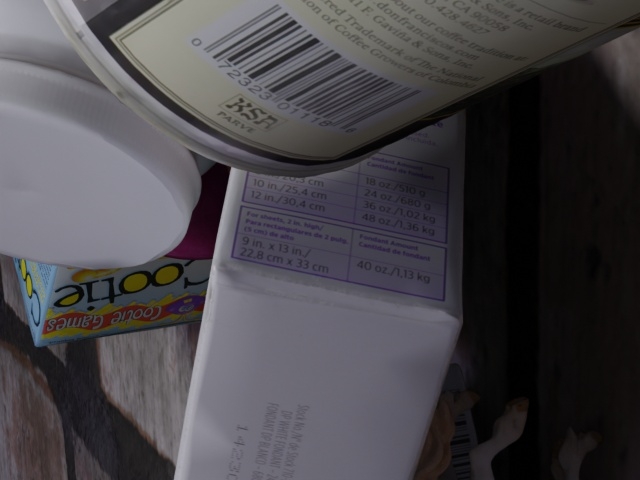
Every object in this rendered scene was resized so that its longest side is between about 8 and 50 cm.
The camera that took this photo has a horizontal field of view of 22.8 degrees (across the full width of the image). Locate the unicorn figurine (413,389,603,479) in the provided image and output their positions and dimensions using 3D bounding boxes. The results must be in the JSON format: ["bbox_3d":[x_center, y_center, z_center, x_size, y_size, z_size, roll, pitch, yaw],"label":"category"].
[{"bbox_3d":[0.097,0.135,0.726,0.060,0.162,0.111,138,149,-66],"label":"unicorn figurine"}]

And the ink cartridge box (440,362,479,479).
[{"bbox_3d":[0.064,0.184,0.860,0.208,0.045,0.206,111,148,-76],"label":"ink cartridge box"}]

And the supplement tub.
[{"bbox_3d":[-0.123,-0.142,0.853,0.191,0.191,0.272,129,156,-61],"label":"supplement tub"}]

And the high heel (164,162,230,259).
[{"bbox_3d":[-0.077,-0.101,0.991,0.082,0.117,0.244,103,-178,-57],"label":"high heel"}]

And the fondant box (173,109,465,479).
[{"bbox_3d":[0.000,0.000,0.743,0.330,0.096,0.238,-84,5,-49],"label":"fondant box"}]

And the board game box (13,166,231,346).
[{"bbox_3d":[-0.141,-0.057,1.170,0.275,0.142,0.144,116,140,-53],"label":"board game box"}]

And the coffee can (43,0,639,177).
[{"bbox_3d":[0.055,-0.154,0.488,0.275,0.202,0.201,-22,76,47],"label":"coffee can"}]
